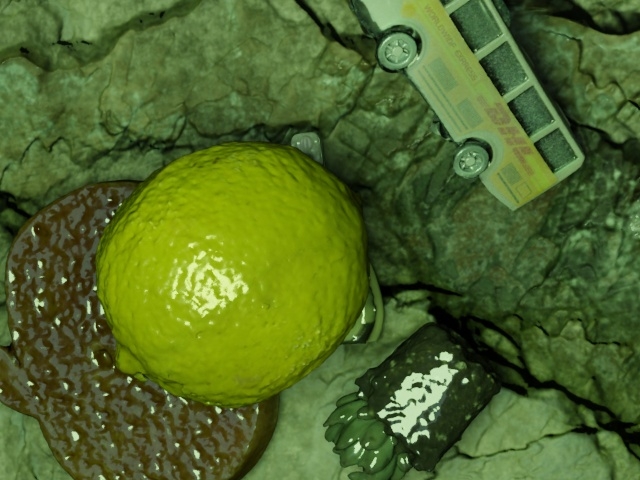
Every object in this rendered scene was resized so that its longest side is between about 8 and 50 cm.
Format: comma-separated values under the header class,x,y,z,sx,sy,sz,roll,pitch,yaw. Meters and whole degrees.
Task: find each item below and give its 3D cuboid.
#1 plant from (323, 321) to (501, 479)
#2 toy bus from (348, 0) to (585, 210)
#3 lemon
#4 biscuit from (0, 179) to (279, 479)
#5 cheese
class,x,y,z,sx,sy,sz,roll,pitch,yaw
plant,0.101,0.189,1.435,0.194,0.132,0.129,-44,80,7
toy bus,0.147,-0.178,1.325,0.138,0.097,0.342,-31,124,10
lemon,-0.087,0.027,1.348,0.268,0.268,0.322,43,71,8
biscuit,-0.232,0.127,1.536,0.350,0.070,0.394,-12,90,11
cheese,0.000,0.000,1.486,0.127,0.054,0.252,-7,91,14
